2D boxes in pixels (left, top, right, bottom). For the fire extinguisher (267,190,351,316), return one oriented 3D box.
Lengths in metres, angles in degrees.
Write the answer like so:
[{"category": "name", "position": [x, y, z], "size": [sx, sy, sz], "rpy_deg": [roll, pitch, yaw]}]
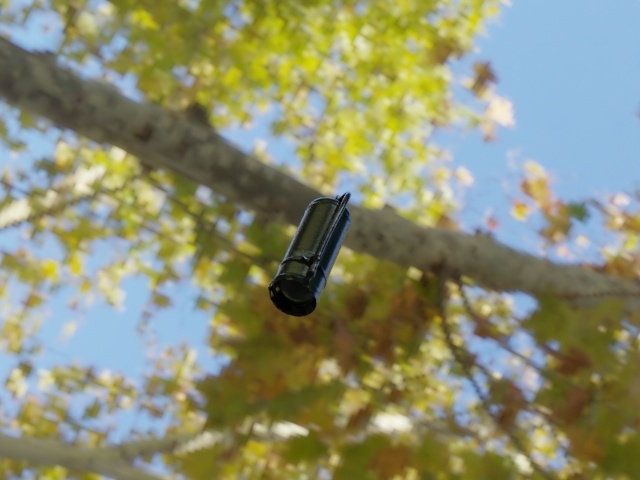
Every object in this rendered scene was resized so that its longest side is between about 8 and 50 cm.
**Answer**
[{"category": "fire extinguisher", "position": [0.000, 0.000, 0.901], "size": [0.038, 0.025, 0.083], "rpy_deg": [-43, -164, 42]}]
